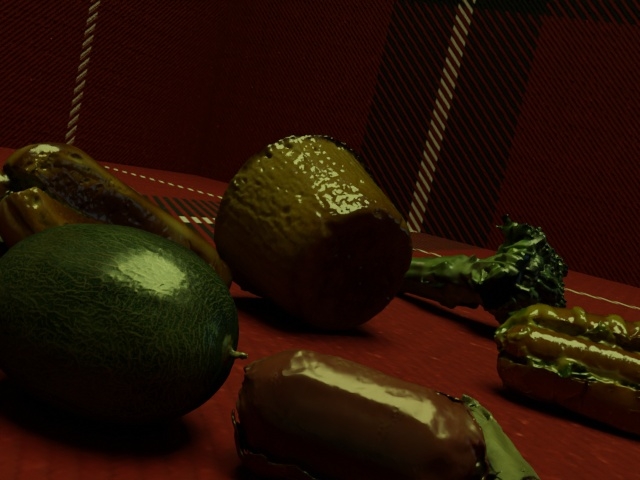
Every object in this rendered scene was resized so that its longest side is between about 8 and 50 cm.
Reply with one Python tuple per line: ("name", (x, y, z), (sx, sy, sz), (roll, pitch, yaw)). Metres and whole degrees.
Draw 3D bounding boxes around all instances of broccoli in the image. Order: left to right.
("broccoli", (0.211, 0.060, 1.040), (0.304, 0.145, 0.165), (5, 37, 45))

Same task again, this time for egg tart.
("egg tart", (0.000, 0.000, 0.796), (0.215, 0.215, 0.171), (8, 22, -36))

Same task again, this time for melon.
("melon", (-0.119, 0.050, 0.414), (0.167, 0.114, 0.114), (12, 6, 14))

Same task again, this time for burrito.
("burrito", (0.099, 0.133, 0.429), (0.055, 0.041, 0.149), (10, 7, -9))

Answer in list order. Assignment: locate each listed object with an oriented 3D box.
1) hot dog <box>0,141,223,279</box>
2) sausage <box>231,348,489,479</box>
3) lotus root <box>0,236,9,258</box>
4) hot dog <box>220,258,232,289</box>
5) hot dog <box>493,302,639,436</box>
("hot dog", (-0.158, 0.009, 0.554), (0.068, 0.100, 0.249), (-13, -30, 21))
("sausage", (0.020, 0.104, 0.381), (0.141, 0.076, 0.076), (13, 6, 13))
("lotus root", (-0.314, 0.015, 0.517), (0.183, 0.078, 0.203), (6, 8, -14))
("hot dog", (-0.170, 0.034, 0.697), (0.092, 0.062, 0.235), (19, 8, 21))
("hot dog", (0.292, 0.127, 0.647), (0.269, 0.115, 0.072), (12, -28, 10))
